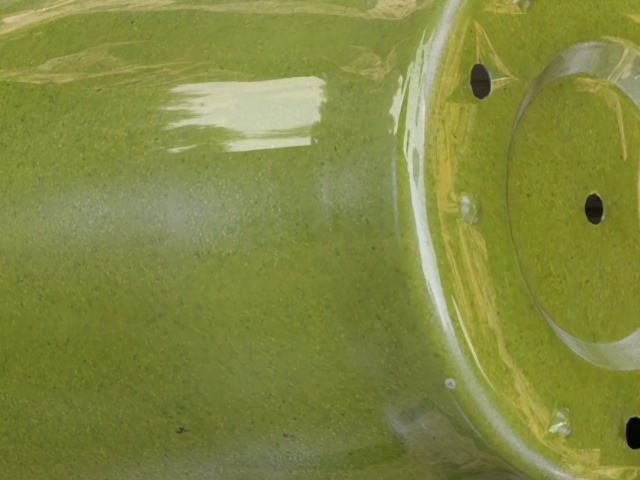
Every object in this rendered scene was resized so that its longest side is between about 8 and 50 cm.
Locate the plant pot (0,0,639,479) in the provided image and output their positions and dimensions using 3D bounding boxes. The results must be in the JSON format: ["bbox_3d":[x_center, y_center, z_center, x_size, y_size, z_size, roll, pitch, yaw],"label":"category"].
[{"bbox_3d":[0.000,0.000,0.912,0.366,0.353,0.366,8,79,-43],"label":"plant pot"}]
